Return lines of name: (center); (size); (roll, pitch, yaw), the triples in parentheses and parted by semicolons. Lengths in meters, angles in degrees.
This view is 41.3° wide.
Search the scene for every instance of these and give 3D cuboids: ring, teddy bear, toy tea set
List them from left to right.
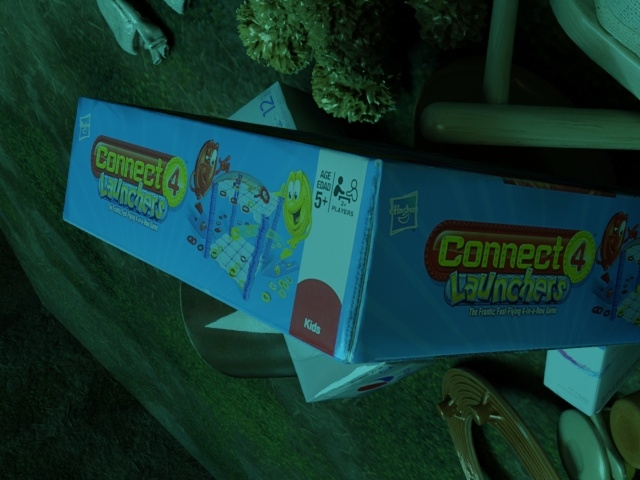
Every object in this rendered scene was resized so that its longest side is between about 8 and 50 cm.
teddy bear: (0.004, -0.212, 0.644); (0.245, 0.113, 0.338); (50, 156, -2)
ring: (0.211, 0.298, 0.938); (0.336, 0.032, 0.336); (157, 90, -80)
toy tea set: (0.324, 0.193, 0.690); (0.336, 0.124, 0.200); (108, 150, -65)

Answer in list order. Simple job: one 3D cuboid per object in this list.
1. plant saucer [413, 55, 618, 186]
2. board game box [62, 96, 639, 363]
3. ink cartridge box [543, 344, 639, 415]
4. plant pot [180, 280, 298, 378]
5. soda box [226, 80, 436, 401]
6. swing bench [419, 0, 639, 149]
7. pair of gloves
plant saucer: (0.148, -0.055, 0.698); (0.200, 0.037, 0.200); (39, 153, 24)
board game box: (0.040, -0.016, 0.543); (0.308, 0.302, 0.086); (19, 102, 49)
ink cartridge box: (0.224, 0.066, 0.668); (0.052, 0.088, 0.122); (33, 150, 34)
plant pot: (0.002, 0.058, 0.935); (0.230, 0.215, 0.215); (1, 126, 42)
soda box: (0.000, 0.000, 0.791); (0.091, 0.098, 0.286); (-31, 68, 28)
swing bench: (0.204, -0.127, 0.324); (0.255, 0.165, 0.253); (16, 153, -6)
pair of gloves: (-0.240, -0.318, 0.997); (0.204, 0.042, 0.240); (52, 156, -2)
